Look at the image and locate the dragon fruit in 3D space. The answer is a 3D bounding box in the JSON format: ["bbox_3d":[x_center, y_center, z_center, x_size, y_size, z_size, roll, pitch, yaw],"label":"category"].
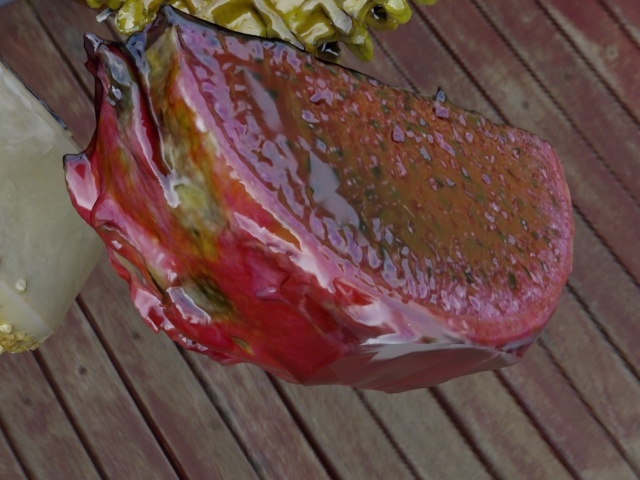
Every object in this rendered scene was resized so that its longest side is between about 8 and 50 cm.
[{"bbox_3d":[0.000,0.000,0.515,0.163,0.262,0.189,-60,41,17],"label":"dragon fruit"}]

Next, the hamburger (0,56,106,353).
[{"bbox_3d":[-0.272,-0.047,0.744,0.302,0.302,0.170,42,75,14],"label":"hamburger"}]

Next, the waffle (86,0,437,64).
[{"bbox_3d":[-0.031,-0.175,0.590,0.197,0.070,0.193,-1,87,8],"label":"waffle"}]

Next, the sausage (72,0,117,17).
[{"bbox_3d":[-0.173,-0.191,0.820,0.131,0.039,0.041,26,110,30],"label":"sausage"}]
